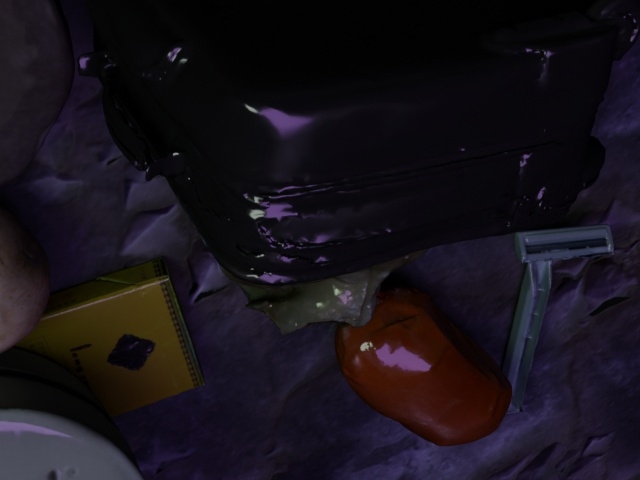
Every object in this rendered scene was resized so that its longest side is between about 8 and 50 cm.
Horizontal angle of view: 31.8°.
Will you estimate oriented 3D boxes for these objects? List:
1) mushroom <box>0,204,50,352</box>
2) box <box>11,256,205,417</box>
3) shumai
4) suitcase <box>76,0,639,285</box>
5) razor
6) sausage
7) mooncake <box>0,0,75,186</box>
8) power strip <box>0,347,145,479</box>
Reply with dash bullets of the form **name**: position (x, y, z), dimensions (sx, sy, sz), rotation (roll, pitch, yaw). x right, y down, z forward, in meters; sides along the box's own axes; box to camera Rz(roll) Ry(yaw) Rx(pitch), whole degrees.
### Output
- **mushroom**: position (-0.314, 0.025, 0.964), dimensions (0.166, 0.127, 0.166), rotation (3, 124, 5)
- **box**: position (-0.264, 0.127, 1.106), dimensions (0.278, 0.041, 0.153), rotation (-19, 127, -9)
- **shumai**: position (0.000, -0.002, 1.029), dimensions (0.255, 0.189, 0.218), rotation (-4, 123, -13)
- **suitcase**: position (0.004, -0.136, 0.821), dimensions (0.339, 0.345, 0.188), rotation (-12, 130, -24)
- **razor**: position (0.241, 0.091, 1.287), dimensions (0.111, 0.056, 0.278), rotation (-5, 133, -17)
- **sausage**: position (0.110, 0.141, 1.217), dimensions (0.133, 0.133, 0.258), rotation (-42, 132, 10)
- **mooncake**: position (-0.336, -0.153, 0.805), dimensions (0.306, 0.154, 0.306), rotation (-10, 126, -14)
- **power strip**: position (-0.313, 0.269, 1.018), dimensions (0.357, 0.161, 0.358), rotation (-8, 111, -22)
